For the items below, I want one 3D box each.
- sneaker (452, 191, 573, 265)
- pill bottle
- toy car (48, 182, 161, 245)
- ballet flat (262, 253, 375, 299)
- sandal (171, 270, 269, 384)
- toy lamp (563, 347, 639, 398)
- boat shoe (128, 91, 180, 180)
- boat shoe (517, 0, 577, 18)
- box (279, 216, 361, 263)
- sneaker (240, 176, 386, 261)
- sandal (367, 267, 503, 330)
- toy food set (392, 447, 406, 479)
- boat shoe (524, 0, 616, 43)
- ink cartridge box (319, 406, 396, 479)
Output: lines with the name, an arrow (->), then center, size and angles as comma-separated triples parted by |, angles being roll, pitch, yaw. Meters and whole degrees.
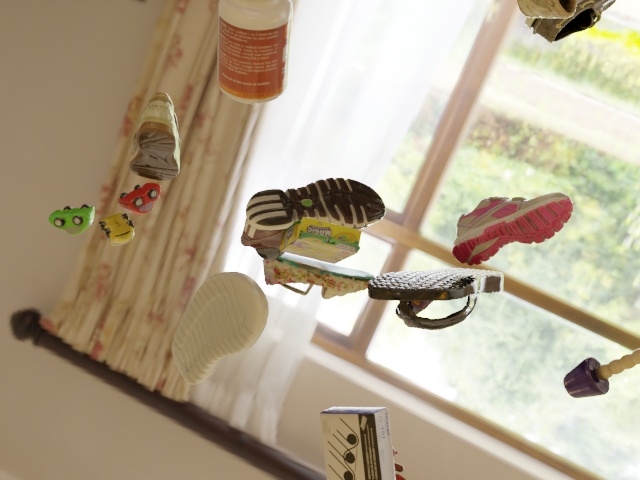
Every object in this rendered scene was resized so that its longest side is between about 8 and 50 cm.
sneaker -> 0.373, -0.049, 2.007 | 0.103, 0.252, 0.111 | 54, -157, -44
pill bottle -> -0.107, -0.341, 1.646 | 0.121, 0.216, 0.121 | 4, -137, -3
toy car -> -0.471, -0.046, 2.169 | 0.225, 0.053, 0.239 | -4, -152, 13
ballet flat -> -0.008, 0.080, 2.083 | 0.241, 0.077, 0.091 | 13, -167, -10
sandal -> -0.202, 0.172, 2.123 | 0.102, 0.416, 0.169 | -18, -103, -38
toy lamp -> 0.574, 0.221, 1.866 | 0.080, 0.275, 0.080 | 31, -138, -32
boat shoe -> -0.329, -0.201, 2.053 | 0.105, 0.089, 0.285 | 10, 160, -12
boat shoe -> 0.372, -0.518, 1.691 | 0.109, 0.302, 0.098 | -30, -150, -28
box -> 0.000, 0.000, 1.669 | 0.105, 0.043, 0.179 | 14, 171, -12
sneaker -> -0.026, -0.032, 1.910 | 0.281, 0.162, 0.106 | -3, -121, -25
sandal -> 0.246, 0.117, 2.001 | 0.168, 0.107, 0.446 | 6, -176, 34
toy food set -> 0.122, 0.431, 1.922 | 0.122, 0.078, 0.019 | 51, 160, 30
boat shoe -> 0.639, -0.561, 2.509 | 0.305, 0.109, 0.091 | -24, -113, -32
ink cartridge box -> 0.061, 0.354, 1.506 | 0.097, 0.207, 0.046 | -5, -178, 32
